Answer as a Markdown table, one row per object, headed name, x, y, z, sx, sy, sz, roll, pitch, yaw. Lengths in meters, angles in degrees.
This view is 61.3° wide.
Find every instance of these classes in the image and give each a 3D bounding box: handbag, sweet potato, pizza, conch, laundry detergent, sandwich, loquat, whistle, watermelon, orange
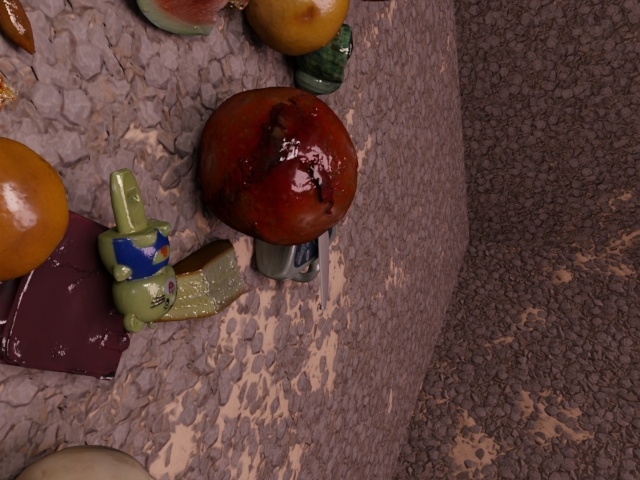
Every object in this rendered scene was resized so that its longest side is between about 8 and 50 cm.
| name | x | y | z | sx | sy | sz | roll | pitch | yaw |
| --- | --- | --- | --- | --- | --- | --- | --- | --- | --- |
| handbag | -0.333 | 0.077 | 0.732 | 0.216 | 0.074 | 0.203 | 39 | 61 | -62 |
| sweet potato | -0.363 | -0.264 | 0.631 | 0.034 | 0.034 | 0.095 | -50 | 129 | -48 |
| pizza | -0.380 | -0.179 | 0.622 | 0.078 | 0.025 | 0.083 | -15 | 109 | -60 |
| conch | 0.003 | -0.402 | 1.209 | 0.122 | 0.175 | 0.188 | -23 | 152 | -15 |
| laundry detergent | -0.039 | -0.006 | 1.273 | 0.281 | 0.105 | 0.214 | 6 | 88 | -66 |
| sandwich | -0.207 | 0.070 | 0.968 | 0.258 | 0.096 | 0.094 | -41 | 126 | -57 |
| loquat | -0.044 | -0.460 | 1.034 | 0.208 | 0.208 | 0.207 | -25 | 119 | -60 |
| whistle | -0.243 | 0.017 | 0.725 | 0.105 | 0.085 | 0.227 | -49 | 138 | -65 |
| watermelon | -0.201 | -0.418 | 0.803 | 0.136 | 0.202 | 0.207 | 51 | 33 | -1 |
| orange | -0.350 | -0.033 | 0.580 | 0.136 | 0.159 | 0.158 | 75 | 23 | -86 |

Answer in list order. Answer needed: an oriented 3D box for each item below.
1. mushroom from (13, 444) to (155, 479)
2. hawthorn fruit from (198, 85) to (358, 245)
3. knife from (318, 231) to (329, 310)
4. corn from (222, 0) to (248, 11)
| name | x | y | z | sx | sy | sz | roll | pitch | yaw |
| --- | --- | --- | --- | --- | --- | --- | --- | --- | --- |
| mushroom | -0.334 | 0.426 | 0.632 | 0.336 | 0.315 | 0.314 | -18 | 114 | -39 |
| hawthorn fruit | -0.081 | -0.135 | 0.964 | 0.316 | 0.316 | 0.315 | -25 | 119 | -60 |
| knife | 0.001 | -0.002 | 1.210 | 0.081 | 0.043 | 0.335 | -50 | 142 | -60 |
| corn | -0.149 | -0.530 | 0.939 | 0.086 | 0.086 | 0.253 | 12 | 86 | -64 |
